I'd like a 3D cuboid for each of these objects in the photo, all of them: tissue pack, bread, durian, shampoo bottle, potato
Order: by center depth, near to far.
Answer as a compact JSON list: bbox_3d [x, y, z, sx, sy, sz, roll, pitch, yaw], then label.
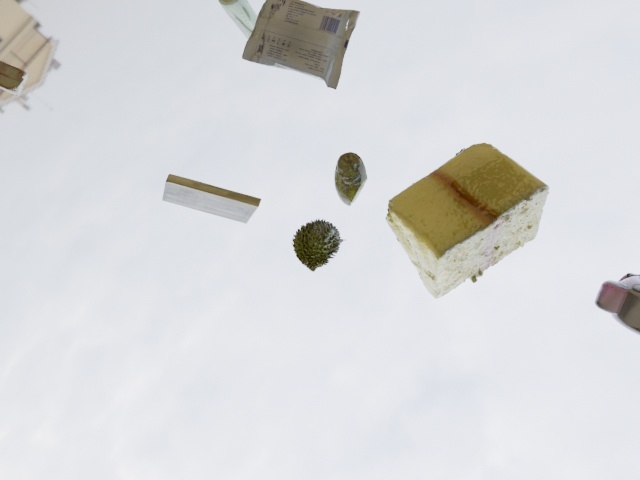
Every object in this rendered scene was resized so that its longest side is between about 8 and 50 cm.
[{"bbox_3d":[-0.036,-0.331,0.923,0.193,0.026,0.122,26,-74,26],"label":"tissue pack"},{"bbox_3d":[-0.528,-0.275,0.967,0.109,0.062,0.043,23,-93,20],"label":"bread"},{"bbox_3d":[0.288,-0.032,1.148,0.264,0.236,0.198,-33,-126,-4],"label":"bread"},{"bbox_3d":[-0.136,-0.432,1.153,0.072,0.212,0.049,35,-91,25],"label":"shampoo bottle"},{"bbox_3d":[0.003,-0.008,1.685,0.095,0.137,0.220,-41,-178,33],"label":"durian"},{"bbox_3d":[0.094,-0.204,1.952,0.120,0.197,0.054,23,-143,14],"label":"potato"}]

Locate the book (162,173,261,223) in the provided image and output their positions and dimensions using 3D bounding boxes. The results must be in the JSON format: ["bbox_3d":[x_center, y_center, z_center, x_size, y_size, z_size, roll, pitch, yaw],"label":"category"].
[{"bbox_3d":[-0.279,-0.102,1.438,0.161,0.231,0.026,143,-40,-66],"label":"book"}]

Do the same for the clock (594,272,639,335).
[{"bbox_3d":[0.643,0.131,1.028,0.228,0.248,0.090,35,-64,53],"label":"clock"}]
